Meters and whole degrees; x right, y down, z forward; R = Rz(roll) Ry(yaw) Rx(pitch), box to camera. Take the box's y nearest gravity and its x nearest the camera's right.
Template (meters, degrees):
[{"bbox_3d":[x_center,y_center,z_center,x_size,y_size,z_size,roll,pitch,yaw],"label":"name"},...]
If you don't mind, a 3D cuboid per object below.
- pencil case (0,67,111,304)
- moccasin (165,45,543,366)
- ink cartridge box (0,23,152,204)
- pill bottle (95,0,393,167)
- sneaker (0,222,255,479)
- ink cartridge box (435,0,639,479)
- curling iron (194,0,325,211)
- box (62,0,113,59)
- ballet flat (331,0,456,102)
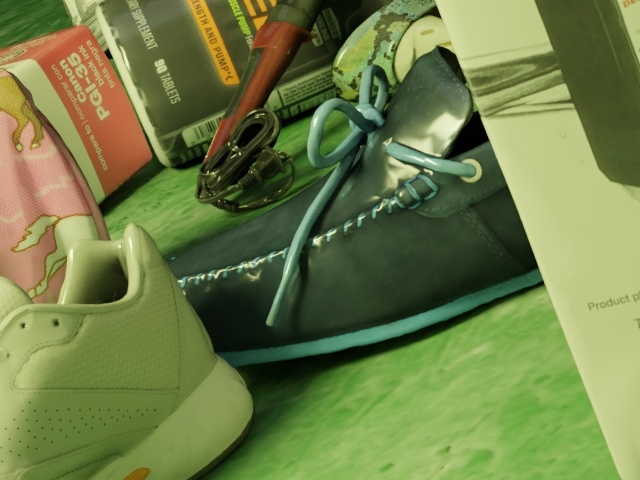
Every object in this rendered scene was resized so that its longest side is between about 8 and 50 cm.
[{"bbox_3d":[-0.286,0.054,0.935,0.386,0.160,0.167,-28,-13,-17],"label":"pencil case"},{"bbox_3d":[0.072,-0.043,0.870,0.342,0.117,0.138,-21,18,4],"label":"moccasin"},{"bbox_3d":[-0.283,-0.024,1.234,0.207,0.117,0.283,-10,22,36],"label":"ink cartridge box"},{"bbox_3d":[-0.024,-0.156,1.287,0.245,0.130,0.130,-24,18,-3],"label":"pill bottle"},{"bbox_3d":[-0.140,0.086,0.749,0.099,0.121,0.262,-9,22,38],"label":"sneaker"},{"bbox_3d":[0.127,-0.083,0.666,0.114,0.273,0.197,-15,19,21],"label":"ink cartridge box"},{"bbox_3d":[-0.013,-0.130,1.181,0.068,0.035,0.274,4,57,32],"label":"curling iron"},{"bbox_3d":[-0.029,-0.252,1.433,0.242,0.076,0.307,-19,-6,-40],"label":"box"},{"bbox_3d":[0.094,-0.145,1.231,0.188,0.070,0.070,-34,21,-21],"label":"ballet flat"}]
